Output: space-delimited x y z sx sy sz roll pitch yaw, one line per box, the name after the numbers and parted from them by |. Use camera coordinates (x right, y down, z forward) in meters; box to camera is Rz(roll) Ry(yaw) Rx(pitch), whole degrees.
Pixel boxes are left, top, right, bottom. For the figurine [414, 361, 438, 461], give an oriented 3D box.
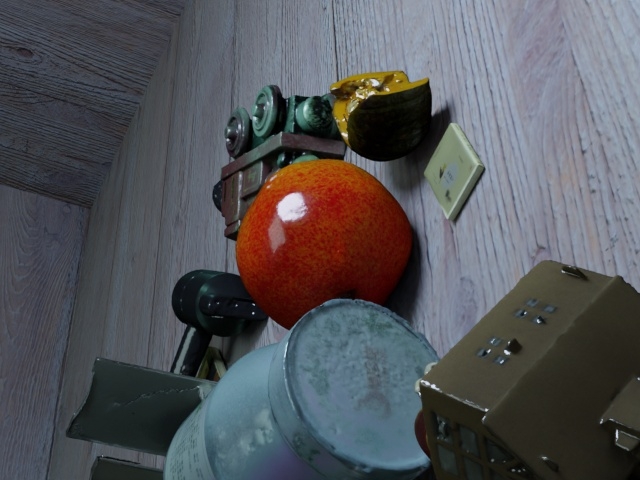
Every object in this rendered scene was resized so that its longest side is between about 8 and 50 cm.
0.136 0.145 0.938 0.154 0.098 0.082 -35 -27 -58 | figurine

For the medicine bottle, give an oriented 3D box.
-0.011 0.217 1.110 0.290 0.245 0.245 -53 29 44 | medicine bottle

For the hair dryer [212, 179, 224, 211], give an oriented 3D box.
-0.138 -0.157 1.996 0.219 0.075 0.195 -58 15 12 | hair dryer

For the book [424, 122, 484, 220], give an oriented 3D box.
0.156 -0.083 1.220 0.111 0.014 0.077 -107 38 -56 | book

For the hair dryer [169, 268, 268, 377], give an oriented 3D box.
-0.210 0.198 1.782 0.244 0.116 0.302 3 72 70 | hair dryer

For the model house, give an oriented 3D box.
0.224 0.152 0.736 0.248 0.181 0.176 20 137 43 | model house

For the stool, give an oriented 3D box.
-0.237 0.335 1.554 0.170 0.269 0.243 -64 23 23 | stool

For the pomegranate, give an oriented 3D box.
0.000 0.000 1.297 0.256 0.221 0.221 -97 30 -61 | pomegranate

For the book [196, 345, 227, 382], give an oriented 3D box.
-0.197 0.304 1.828 0.228 0.024 0.160 -127 55 -65 | book

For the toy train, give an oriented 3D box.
-0.066 -0.122 1.664 0.304 0.150 0.221 159 114 -63 | toy train

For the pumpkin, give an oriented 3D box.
0.082 -0.159 1.332 0.183 0.119 0.107 -122 15 -69 | pumpkin
